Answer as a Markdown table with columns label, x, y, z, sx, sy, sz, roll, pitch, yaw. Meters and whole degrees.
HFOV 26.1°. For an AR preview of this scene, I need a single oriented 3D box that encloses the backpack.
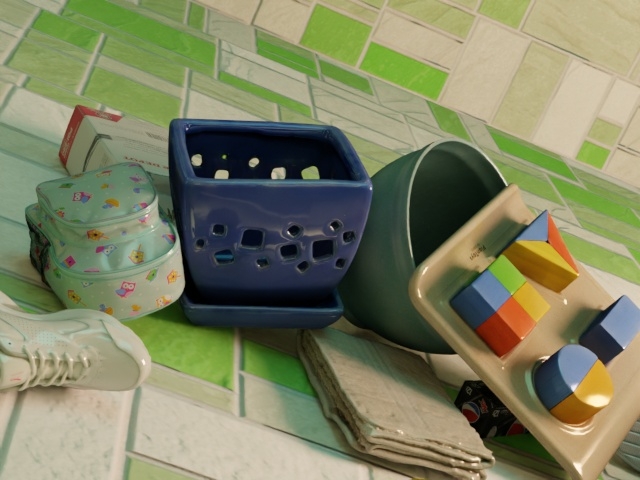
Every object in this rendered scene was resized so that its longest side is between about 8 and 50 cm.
| label | x | y | z | sx | sy | sz | roll | pitch | yaw |
| --- | --- | --- | --- | --- | --- | --- | --- | --- | --- |
| backpack | -0.247 | 0.004 | 1.612 | 0.166 | 0.144 | 0.188 | -14 | 44 | -22 |

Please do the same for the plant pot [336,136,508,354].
| label | x | y | z | sx | sy | sz | roll | pitch | yaw |
| --- | --- | --- | --- | --- | --- | --- | --- | --- | --- |
| plant pot | 0.127 | 0.024 | 1.888 | 0.196 | 0.293 | 0.293 | -14 | -10 | 38 |

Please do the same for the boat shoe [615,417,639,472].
| label | x | y | z | sx | sy | sz | roll | pitch | yaw |
| --- | --- | --- | --- | --- | --- | --- | --- | --- | --- |
| boat shoe | 0.484 | 0.296 | 1.895 | 0.226 | 0.083 | 0.076 | 26 | -6 | -4 |

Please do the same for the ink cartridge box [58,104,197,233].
| label | x | y | z | sx | sy | sz | roll | pitch | yaw |
| --- | --- | --- | --- | --- | --- | --- | --- | --- | --- |
| ink cartridge box | -0.266 | -0.099 | 1.984 | 0.158 | 0.092 | 0.218 | 13 | 19 | -32 |

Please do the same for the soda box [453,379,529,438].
| label | x | y | z | sx | sy | sz | roll | pitch | yaw |
| --- | --- | --- | --- | --- | --- | --- | --- | --- | --- |
| soda box | 0.246 | 0.218 | 1.811 | 0.169 | 0.053 | 0.060 | 4 | 28 | -48 |

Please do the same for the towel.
| label | x | y | z | sx | sy | sz | roll | pitch | yaw |
| --- | --- | --- | --- | --- | --- | --- | --- | --- | --- |
| towel | 0.085 | 0.195 | 1.679 | 0.187 | 0.049 | 0.282 | 19 | 17 | -22 |

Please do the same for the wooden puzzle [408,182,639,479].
| label | x | y | z | sx | sy | sz | roll | pitch | yaw |
| --- | --- | --- | --- | --- | --- | --- | --- | --- | --- |
| wooden puzzle | 0.304 | 0.106 | 1.782 | 0.348 | 0.080 | 0.322 | 51 | 40 | 1 |

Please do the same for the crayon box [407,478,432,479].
| label | x | y | z | sx | sy | sz | roll | pitch | yaw |
| --- | --- | --- | --- | --- | --- | --- | --- | --- | --- |
| crayon box | 0.152 | 0.300 | 1.149 | 0.363 | 0.106 | 0.313 | 5 | 5 | 34 |

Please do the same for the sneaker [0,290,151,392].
| label | x | y | z | sx | sy | sz | roll | pitch | yaw |
| --- | --- | --- | --- | --- | --- | --- | --- | --- | --- |
| sneaker | -0.285 | 0.119 | 1.370 | 0.232 | 0.090 | 0.115 | 13 | 26 | -7 |

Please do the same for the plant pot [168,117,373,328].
| label | x | y | z | sx | sy | sz | roll | pitch | yaw |
| --- | --- | --- | --- | --- | --- | --- | --- | --- | --- |
| plant pot | -0.076 | -0.017 | 1.745 | 0.236 | 0.212 | 0.236 | 2 | 22 | -12 |
